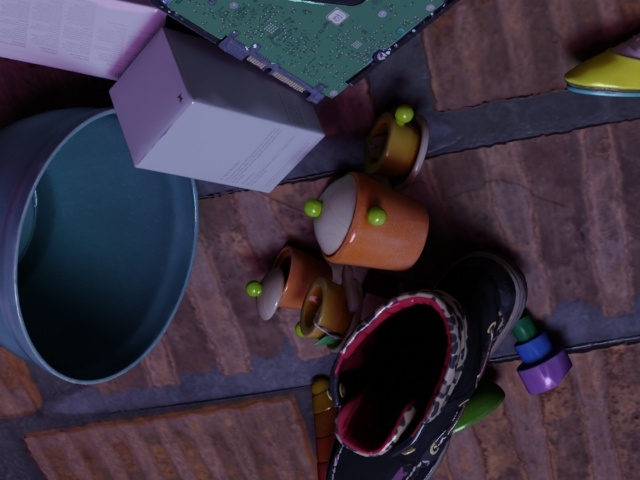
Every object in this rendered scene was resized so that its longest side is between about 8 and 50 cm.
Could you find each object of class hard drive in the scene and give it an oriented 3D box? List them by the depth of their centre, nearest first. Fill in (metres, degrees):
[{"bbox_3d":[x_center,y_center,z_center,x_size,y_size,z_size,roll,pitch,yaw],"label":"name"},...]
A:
[{"bbox_3d":[0.030,-0.285,1.274,0.237,0.064,0.339,28,131,-33],"label":"hard drive"}]

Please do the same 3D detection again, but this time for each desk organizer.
[{"bbox_3d":[0.059,0.102,1.646,0.050,0.047,0.130,18,129,-8],"label":"desk organizer"}]

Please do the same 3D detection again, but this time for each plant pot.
[{"bbox_3d":[-0.296,-0.009,1.450,0.196,0.293,0.293,11,136,29],"label":"plant pot"}]

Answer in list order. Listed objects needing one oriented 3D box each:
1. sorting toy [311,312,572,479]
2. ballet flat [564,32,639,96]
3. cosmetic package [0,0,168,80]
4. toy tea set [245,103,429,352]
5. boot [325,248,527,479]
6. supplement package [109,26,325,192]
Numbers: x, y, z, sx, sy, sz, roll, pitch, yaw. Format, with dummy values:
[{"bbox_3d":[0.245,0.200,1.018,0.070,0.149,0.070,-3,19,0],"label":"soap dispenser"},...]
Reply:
[{"bbox_3d":[0.128,0.181,1.696,0.365,0.127,0.126,-27,94,20],"label":"sorting toy"},{"bbox_3d":[0.366,-0.182,1.381,0.231,0.077,0.077,5,109,-4],"label":"ballet flat"},{"bbox_3d":[-0.276,-0.233,1.376,0.239,0.060,0.099,12,128,-7],"label":"cosmetic package"},{"bbox_3d":[0.000,0.000,1.471,0.124,0.200,0.336,16,135,-19],"label":"toy tea set"},{"bbox_3d":[0.083,0.186,1.503,0.138,0.284,0.377,37,105,14],"label":"boot"},{"bbox_3d":[-0.105,-0.130,1.380,0.179,0.105,0.105,10,138,-44],"label":"supplement package"}]
